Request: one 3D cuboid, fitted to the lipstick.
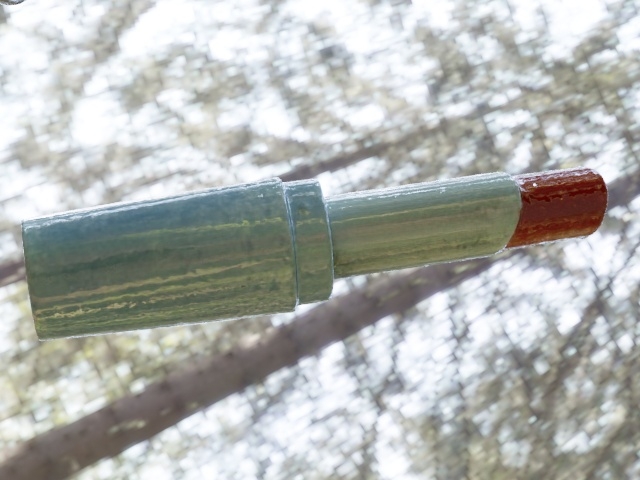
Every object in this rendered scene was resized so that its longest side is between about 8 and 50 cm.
[{"bbox_3d":[0.000,0.000,0.772,0.068,0.274,0.061,93,-13,-58],"label":"lipstick"}]

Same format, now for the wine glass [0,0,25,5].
[{"bbox_3d":[-0.136,-0.035,0.318,0.155,0.073,0.073,-27,-92,10],"label":"wine glass"}]
